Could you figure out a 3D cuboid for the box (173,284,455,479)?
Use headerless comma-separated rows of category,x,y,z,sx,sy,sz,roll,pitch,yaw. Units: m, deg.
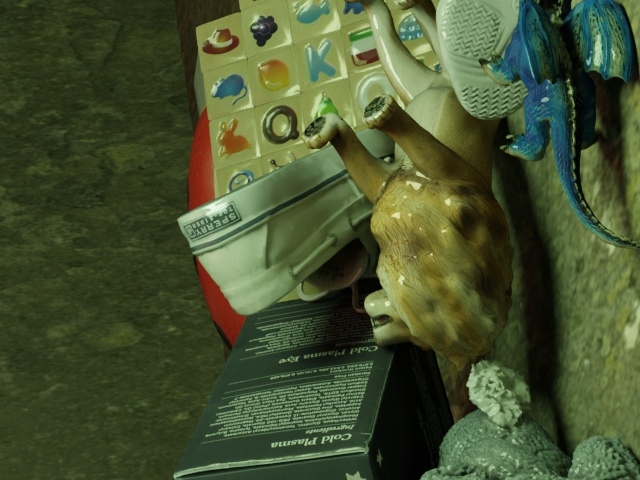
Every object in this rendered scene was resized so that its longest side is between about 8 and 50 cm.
box,0.026,0.264,1.634,0.312,0.179,0.343,-68,-35,-64

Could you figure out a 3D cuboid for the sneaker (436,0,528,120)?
sneaker,0.141,-0.246,1.541,0.153,0.101,0.268,-111,16,-77

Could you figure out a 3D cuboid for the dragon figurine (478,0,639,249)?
dragon figurine,0.188,-0.138,1.363,0.144,0.085,0.289,103,160,-56

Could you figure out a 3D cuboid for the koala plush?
koala plush,0.153,0.213,1.481,0.221,0.203,0.196,-91,3,-63

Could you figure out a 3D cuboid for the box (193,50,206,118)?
box,-0.064,-0.175,2.318,0.119,0.181,0.182,105,157,-57

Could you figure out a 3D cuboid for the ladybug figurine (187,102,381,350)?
ladybug figurine,-0.044,-0.016,2.037,0.305,0.162,0.449,31,-134,-50

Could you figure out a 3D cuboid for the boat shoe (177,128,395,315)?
boat shoe,0.007,-0.003,1.645,0.156,0.136,0.367,65,-155,-3

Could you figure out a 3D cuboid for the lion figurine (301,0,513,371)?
lion figurine,0.107,-0.089,1.596,0.142,0.240,0.392,-21,37,38

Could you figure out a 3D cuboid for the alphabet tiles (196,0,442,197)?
alphabet tiles,0.005,-0.164,1.863,0.011,0.285,0.342,25,-127,-61
